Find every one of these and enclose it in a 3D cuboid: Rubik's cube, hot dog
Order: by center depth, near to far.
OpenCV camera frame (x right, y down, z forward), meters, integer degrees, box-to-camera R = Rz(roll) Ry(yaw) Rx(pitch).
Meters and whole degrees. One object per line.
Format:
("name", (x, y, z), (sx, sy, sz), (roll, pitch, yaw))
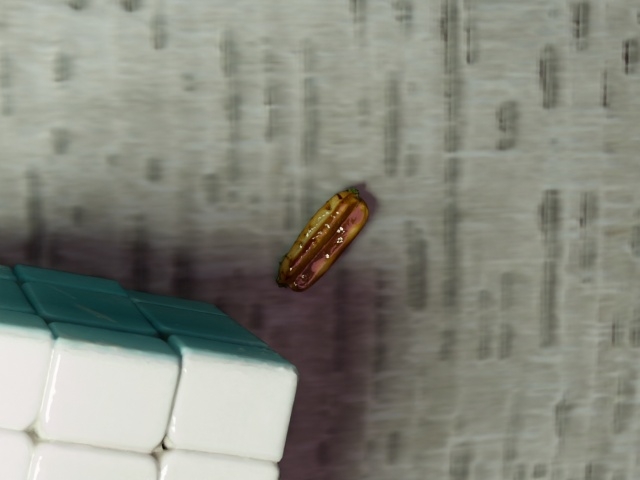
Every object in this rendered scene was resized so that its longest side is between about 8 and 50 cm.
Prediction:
("Rubik's cube", (-0.231, 0.205, 1.529), (0.316, 0.322, 0.318), (10, 96, -17))
("hot dog", (0.000, 0.000, 1.711), (0.122, 0.037, 0.049), (-48, 120, 2))
